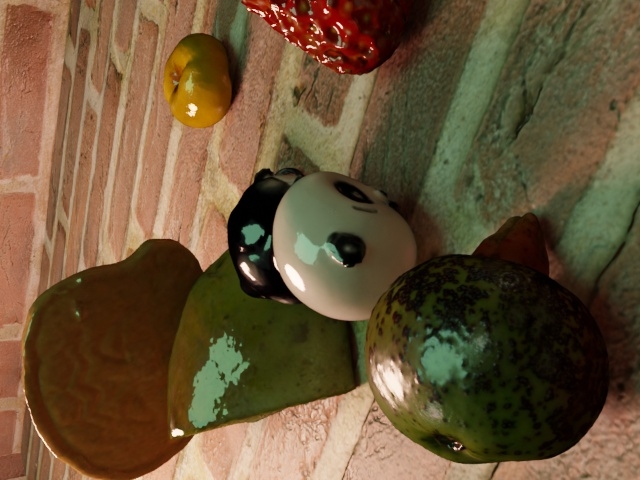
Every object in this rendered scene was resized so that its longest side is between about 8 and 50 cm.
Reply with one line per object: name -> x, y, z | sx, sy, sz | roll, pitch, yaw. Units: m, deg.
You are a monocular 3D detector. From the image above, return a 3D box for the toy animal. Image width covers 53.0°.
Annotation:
toy animal -> 0.008, 0.006, 0.774 | 0.235, 0.187, 0.165 | 5, 73, 52

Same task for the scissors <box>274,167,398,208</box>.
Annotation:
scissors -> 0.008, -0.053, 0.928 | 0.300, 0.022, 0.109 | 7, 100, 55

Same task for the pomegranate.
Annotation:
pomegranate -> 0.159, 0.078, 0.587 | 0.214, 0.214, 0.248 | -10, 45, 56

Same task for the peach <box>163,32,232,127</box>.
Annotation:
peach -> -0.231, -0.296, 1.209 | 0.179, 0.103, 0.179 | -7, 81, 52

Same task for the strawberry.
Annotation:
strawberry -> 0.036, -0.297, 0.789 | 0.234, 0.234, 0.178 | -25, 98, 53

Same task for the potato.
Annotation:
potato -> -0.133, 0.135, 0.972 | 0.330, 0.212, 0.280 | -32, 65, 50

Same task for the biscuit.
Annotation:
biscuit -> -0.302, 0.210, 1.078 | 0.062, 0.365, 0.385 | 20, 134, 52
